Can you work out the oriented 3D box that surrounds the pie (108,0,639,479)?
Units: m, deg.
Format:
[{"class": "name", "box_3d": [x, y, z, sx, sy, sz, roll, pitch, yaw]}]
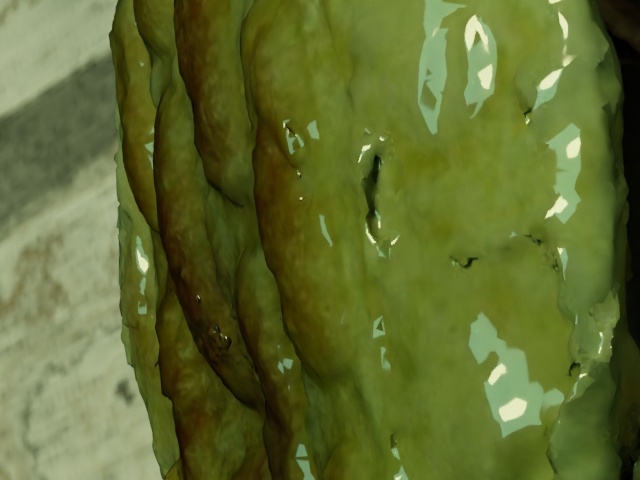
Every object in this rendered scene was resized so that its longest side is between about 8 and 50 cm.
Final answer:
[{"class": "pie", "box_3d": [0.000, 0.000, 0.439, 0.306, 0.071, 0.306, 173, 90, -73]}]

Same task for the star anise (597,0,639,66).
[{"class": "star anise", "box_3d": [0.036, -0.079, 0.502, 0.129, 0.056, 0.124, -27, 88, 46]}]
